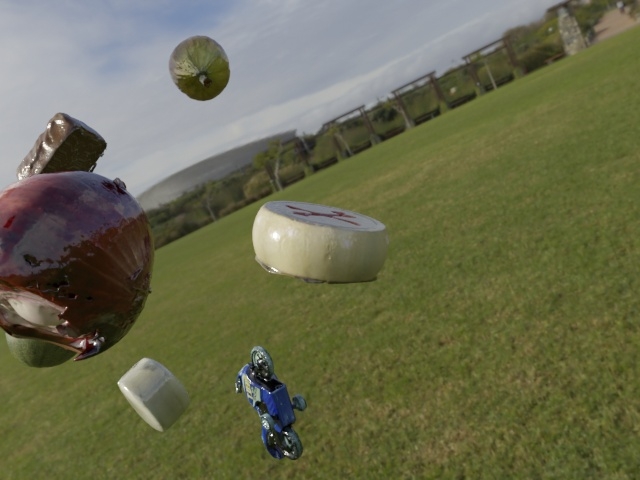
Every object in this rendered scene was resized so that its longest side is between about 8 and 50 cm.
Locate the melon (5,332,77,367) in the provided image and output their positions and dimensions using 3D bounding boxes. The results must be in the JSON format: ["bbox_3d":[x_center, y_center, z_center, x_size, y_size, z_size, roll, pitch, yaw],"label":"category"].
[{"bbox_3d":[-0.765,0.213,1.714,0.238,0.301,0.237,9,-19,3],"label":"melon"}]

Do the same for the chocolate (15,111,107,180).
[{"bbox_3d":[-0.641,-0.198,1.474,0.214,0.093,0.148,-51,-20,2],"label":"chocolate"}]

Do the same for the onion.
[{"bbox_3d":[-0.436,0.032,1.047,0.341,0.341,0.341,-25,8,4],"label":"onion"}]

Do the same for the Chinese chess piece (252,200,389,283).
[{"bbox_3d":[0.000,0.000,1.483,0.338,0.140,0.338,9,13,-2],"label":"Chinese chess piece"}]

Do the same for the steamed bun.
[{"bbox_3d":[-0.507,0.493,1.885,0.164,0.241,0.146,23,55,29],"label":"steamed bun"}]

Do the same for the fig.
[{"bbox_3d":[-0.275,-0.417,1.470,0.143,0.160,0.231,-16,25,-35],"label":"fig"}]

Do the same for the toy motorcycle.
[{"bbox_3d":[-0.130,0.406,1.501,0.113,0.315,0.169,-23,10,-36],"label":"toy motorcycle"}]
